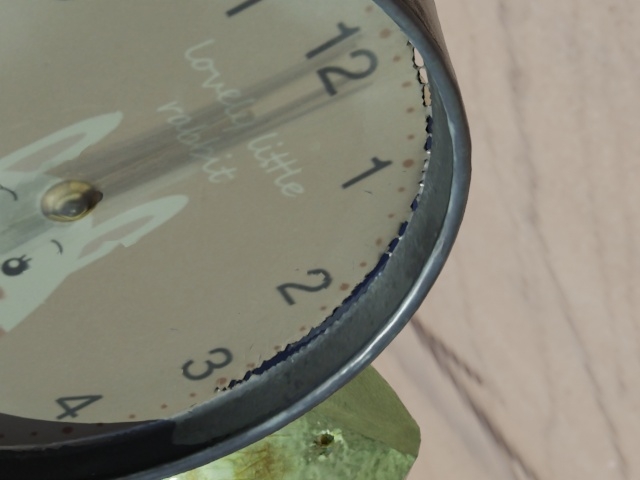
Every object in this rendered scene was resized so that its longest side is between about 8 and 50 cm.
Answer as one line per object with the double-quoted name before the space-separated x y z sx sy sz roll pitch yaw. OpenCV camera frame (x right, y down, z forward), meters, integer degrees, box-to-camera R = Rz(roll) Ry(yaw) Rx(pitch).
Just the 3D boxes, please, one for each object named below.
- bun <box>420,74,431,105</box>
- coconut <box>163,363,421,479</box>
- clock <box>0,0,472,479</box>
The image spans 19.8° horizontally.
"bun" 0.000 0.000 1.287 0.146 0.287 0.287 37 161 14
"coconut" -0.061 0.196 1.643 0.328 0.328 0.281 59 -168 25
"clock" -0.116 -0.019 0.839 0.386 0.386 0.076 78 174 -48
